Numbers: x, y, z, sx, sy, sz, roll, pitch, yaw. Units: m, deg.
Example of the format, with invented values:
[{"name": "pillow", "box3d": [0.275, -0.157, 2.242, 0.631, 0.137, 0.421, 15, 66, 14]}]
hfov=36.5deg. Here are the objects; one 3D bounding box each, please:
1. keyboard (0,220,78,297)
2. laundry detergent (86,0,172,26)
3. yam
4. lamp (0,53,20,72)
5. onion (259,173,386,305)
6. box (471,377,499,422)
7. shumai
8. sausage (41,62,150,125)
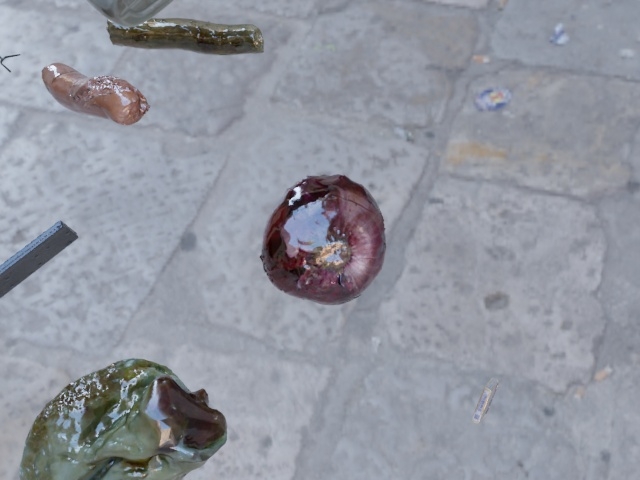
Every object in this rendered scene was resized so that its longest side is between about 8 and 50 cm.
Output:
[{"name": "keyboard", "box3d": [-0.589, 0.072, 1.804, 0.309, 0.101, 0.018, -39, 75, -5]}, {"name": "laundry detergent", "box3d": [-0.361, -0.556, 1.619, 0.264, 0.125, 0.398, -44, 66, -3]}, {"name": "yam", "box3d": [-0.268, -0.407, 1.935, 0.317, 0.067, 0.071, 4, 0, 3]}, {"name": "lamp", "box3d": [-0.599, -0.363, 1.764, 0.041, 0.054, 0.121, -45, 79, 9]}, {"name": "onion", "box3d": [0.000, 0.000, 1.828, 0.252, 0.252, 0.219, -25, 19, -16]}, {"name": "box", "box3d": [0.209, 0.201, 1.223, 0.012, 0.046, 0.083, 21, 7, 17]}, {"name": "shumai", "box3d": [-0.257, 0.289, 1.262, 0.272, 0.222, 0.203, -64, 29, -1]}, {"name": "sausage", "box3d": [-0.369, -0.235, 1.550, 0.078, 0.078, 0.304, -35, 32, -25]}]
